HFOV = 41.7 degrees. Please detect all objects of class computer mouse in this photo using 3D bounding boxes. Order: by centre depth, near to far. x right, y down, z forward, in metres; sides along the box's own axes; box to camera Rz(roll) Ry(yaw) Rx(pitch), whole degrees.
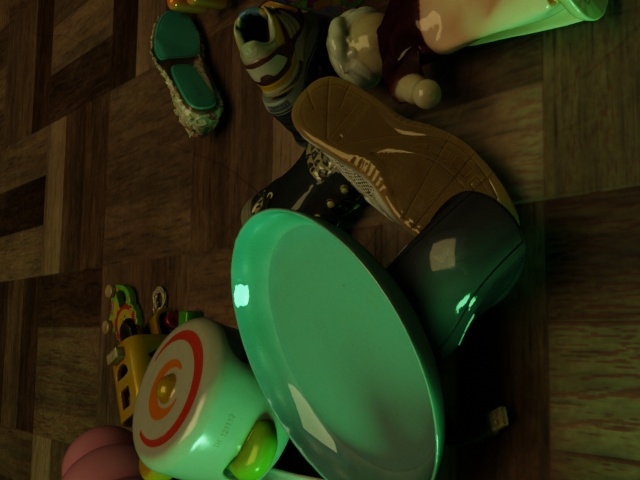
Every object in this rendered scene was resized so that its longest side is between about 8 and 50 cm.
[{"bbox_3d":[0.112,0.092,0.758,0.184,0.060,0.262,51,134,15],"label":"computer mouse"}]

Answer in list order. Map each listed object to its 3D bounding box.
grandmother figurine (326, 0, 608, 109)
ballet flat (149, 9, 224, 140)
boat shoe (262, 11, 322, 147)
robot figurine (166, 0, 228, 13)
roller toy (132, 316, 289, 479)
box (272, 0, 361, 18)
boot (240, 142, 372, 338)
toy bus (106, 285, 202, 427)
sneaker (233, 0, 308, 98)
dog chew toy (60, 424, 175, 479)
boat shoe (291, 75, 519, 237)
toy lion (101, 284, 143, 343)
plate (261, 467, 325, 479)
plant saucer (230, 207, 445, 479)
[{"bbox_3d":[0.121,-0.218,0.827,0.342,0.104,0.208,-6,53,55],"label":"grandmother figurine"},{"bbox_3d":[-0.209,-0.248,1.275,0.077,0.091,0.241,106,152,-50],"label":"ballet flat"},{"bbox_3d":[-0.024,-0.199,1.038,0.065,0.083,0.183,-13,46,26],"label":"boat shoe"},{"bbox_3d":[-0.186,-0.443,1.212,0.158,0.128,0.220,-156,63,-79],"label":"robot figurine"},{"bbox_3d":[-0.137,0.199,1.027,0.209,0.146,0.191,-27,47,45],"label":"roller toy"},{"bbox_3d":[-0.072,-0.437,0.941,0.177,0.290,0.279,-41,55,42],"label":"box"},{"bbox_3d":[-0.002,-0.001,0.964,0.178,0.085,0.236,-46,52,35],"label":"boot"},{"bbox_3d":[-0.266,0.180,1.269,0.202,0.104,0.191,22,102,52],"label":"toy bus"},{"bbox_3d":[-0.060,-0.250,0.981,0.069,0.084,0.185,-24,42,15],"label":"sneaker"},{"bbox_3d":[-0.289,0.389,1.205,0.332,0.206,0.207,46,121,54],"label":"dog chew toy"},{"bbox_3d":[0.091,-0.066,0.849,0.098,0.096,0.277,-46,63,-2],"label":"boat shoe"},{"bbox_3d":[-0.332,0.126,1.428,0.096,0.034,0.100,0,85,46],"label":"toy lion"},{"bbox_3d":[-0.016,0.404,0.959,0.277,0.045,0.278,-9,79,53],"label":"plate"},{"bbox_3d":[0.015,0.113,0.825,0.317,0.043,0.318,34,135,41],"label":"plant saucer"}]
